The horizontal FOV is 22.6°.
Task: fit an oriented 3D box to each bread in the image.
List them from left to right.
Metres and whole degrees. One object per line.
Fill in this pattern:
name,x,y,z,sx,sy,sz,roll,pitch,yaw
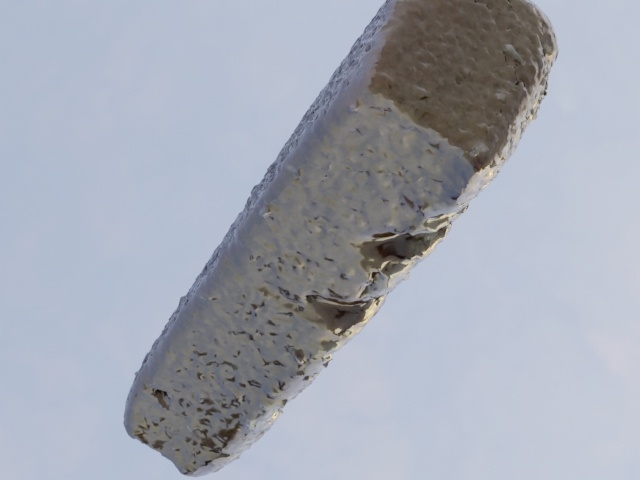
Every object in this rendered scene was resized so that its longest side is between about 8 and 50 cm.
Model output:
bread,0.000,0.000,1.037,0.113,0.416,0.165,35,-133,-3
